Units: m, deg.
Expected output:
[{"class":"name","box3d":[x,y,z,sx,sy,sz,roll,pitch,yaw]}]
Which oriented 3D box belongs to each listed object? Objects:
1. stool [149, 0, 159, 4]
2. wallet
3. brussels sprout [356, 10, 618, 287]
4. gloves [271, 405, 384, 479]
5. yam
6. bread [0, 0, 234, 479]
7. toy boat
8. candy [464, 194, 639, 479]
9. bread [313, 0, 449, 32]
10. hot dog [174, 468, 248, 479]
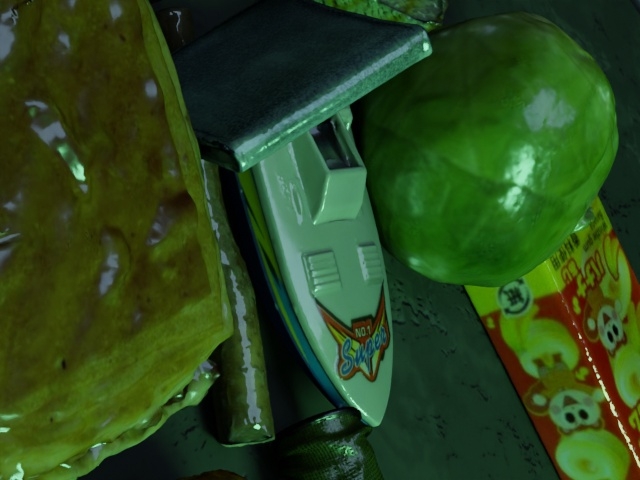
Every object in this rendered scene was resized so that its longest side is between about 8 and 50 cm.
[{"class":"stool","box3d":[-0.080,-0.304,1.396,0.178,0.272,0.272,48,42,-43]},{"class":"wallet","box3d":[-0.043,-0.110,1.345,0.167,0.222,0.036,-33,116,-20]},{"class":"brussels sprout","box3d":[0.137,-0.074,1.601,0.244,0.244,0.244,25,56,-44]},{"class":"gloves","box3d":[0.032,0.254,1.421,0.135,0.107,0.268,-14,88,-23]},{"class":"yam","box3d":[-0.081,-0.013,1.436,0.045,0.045,0.327,25,53,-72]},{"class":"bread","box3d":[-0.202,-0.013,1.179,0.277,0.167,0.324,-29,109,-52]},{"class":"toy boat","box3d":[0.000,0.000,1.494,0.129,0.088,0.295,-8,81,-52]},{"class":"candy","box3d":[0.243,0.111,1.760,0.146,0.088,0.276,-41,108,-53]},{"class":"bread","box3d":[0.033,-0.199,1.597,0.156,0.110,0.103,34,48,9]},{"class":"hot dog","box3d":[-0.072,0.263,1.279,0.160,0.099,0.227,24,56,-45]}]
